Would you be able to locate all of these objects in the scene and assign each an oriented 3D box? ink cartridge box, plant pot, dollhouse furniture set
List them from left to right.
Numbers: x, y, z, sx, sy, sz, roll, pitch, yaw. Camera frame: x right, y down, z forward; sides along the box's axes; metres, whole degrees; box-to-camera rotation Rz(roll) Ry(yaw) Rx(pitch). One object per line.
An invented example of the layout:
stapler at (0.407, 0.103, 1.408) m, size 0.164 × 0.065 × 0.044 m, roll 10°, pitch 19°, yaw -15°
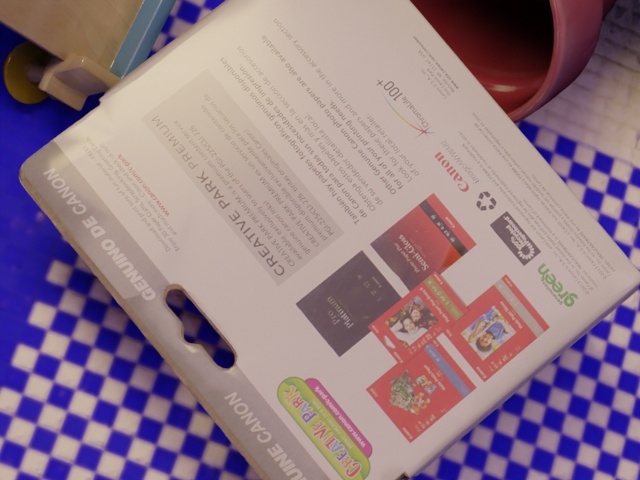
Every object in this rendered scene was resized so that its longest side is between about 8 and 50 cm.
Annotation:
dollhouse furniture set at (-0.227, -0.276, 1.042) m, size 0.286 × 0.198 × 0.303 m, roll 29°, pitch 84°, yaw -45°
ink cartridge box at (0.000, 0.000, 1.054) m, size 0.272 × 0.130 × 0.309 m, roll -38°, pitch 85°, yaw -12°
plant pot at (0.135, -0.205, 1.141) m, size 0.201 × 0.201 × 0.180 m, roll 50°, pitch 52°, yaw 4°
